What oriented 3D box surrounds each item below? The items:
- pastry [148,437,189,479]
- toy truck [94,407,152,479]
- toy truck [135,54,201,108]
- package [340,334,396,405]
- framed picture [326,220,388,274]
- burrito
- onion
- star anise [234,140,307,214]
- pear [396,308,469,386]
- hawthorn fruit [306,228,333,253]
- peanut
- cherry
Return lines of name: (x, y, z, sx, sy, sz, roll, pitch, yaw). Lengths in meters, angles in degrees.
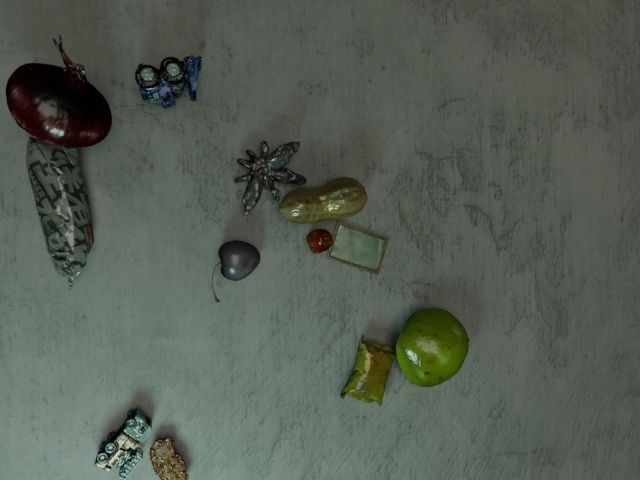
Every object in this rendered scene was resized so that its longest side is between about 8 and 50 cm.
pastry: (-0.468, 0.683, 1.423, 0.087, 0.063, 0.169, -24, 90, -24)
toy truck: (-0.571, 0.603, 1.384, 0.115, 0.080, 0.177, 42, 80, -16)
toy truck: (-0.450, -0.483, 1.422, 0.208, 0.113, 0.126, -24, 96, -14)
package: (0.170, 0.447, 1.585, 0.168, 0.090, 0.226, 21, 79, -17)
framed picture: (0.132, 0.026, 1.627, 0.201, 0.010, 0.136, 19, 83, -15)
burrito: (-0.739, -0.078, 1.341, 0.139, 0.101, 0.445, -12, 90, -21)
onion: (-0.691, -0.390, 1.262, 0.273, 0.273, 0.285, 33, 111, -12)
star anise: (-0.164, -0.224, 1.499, 0.257, 0.110, 0.198, -24, 95, -8)
pear: (0.386, 0.356, 1.603, 0.239, 0.139, 0.288, 42, 78, -22)
hawthorn fruit: (0.000, 0.000, 1.549, 0.093, 0.093, 0.093, 0, 89, -16)
peanut: (0.012, -0.127, 1.528, 0.313, 0.149, 0.149, -9, 91, -16)
cherry: (-0.258, 0.091, 1.475, 0.148, 0.115, 0.188, -19, 104, -54)
